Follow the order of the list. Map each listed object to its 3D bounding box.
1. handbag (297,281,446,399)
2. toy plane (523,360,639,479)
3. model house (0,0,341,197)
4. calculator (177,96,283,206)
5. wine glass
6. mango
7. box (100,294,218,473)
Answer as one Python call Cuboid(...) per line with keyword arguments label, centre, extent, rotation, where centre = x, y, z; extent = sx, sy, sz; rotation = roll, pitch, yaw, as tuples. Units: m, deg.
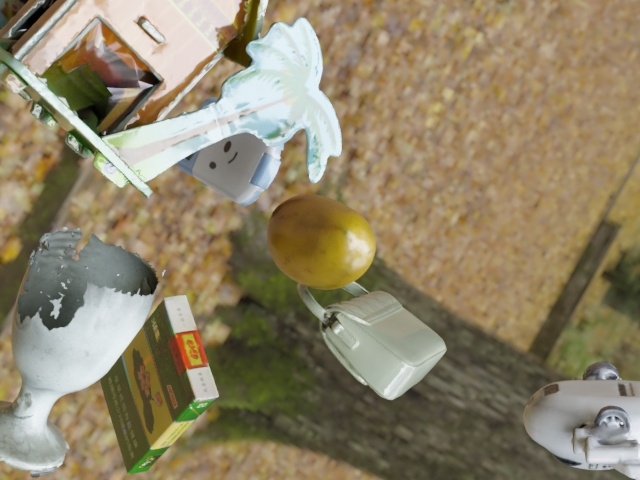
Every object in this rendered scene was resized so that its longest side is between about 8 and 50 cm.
Cuboid(label="handbag", centre=(0.064, 0.124, 2.007), extent=(0.079, 0.219, 0.256), rotation=(-51, 167, 14))
Cuboid(label="toy plane", centre=(0.255, 0.155, 1.154), extent=(0.174, 0.174, 0.080), rotation=(-31, 127, -63))
Cuboid(label="model house", centre=(-0.151, -0.212, 1.463), extent=(0.323, 0.300, 0.340), rotation=(-48, 122, -4))
Cuboid(label="calculator", centre=(-0.130, -0.128, 1.976), extent=(0.039, 0.210, 0.121), rotation=(24, 96, -46))
Cuboid(label="wine glass", centre=(-0.378, 0.155, 2.021), extent=(0.357, 0.190, 0.190), rotation=(-62, 166, 19))
Cuboid(label="mango", centre=(0.000, 0.000, 1.825), extent=(0.113, 0.138, 0.253), rotation=(-44, -173, -13))
Cuboid(label="box", centre=(-0.195, 0.175, 1.649), extent=(0.034, 0.132, 0.235), rotation=(-6, 153, -32))
